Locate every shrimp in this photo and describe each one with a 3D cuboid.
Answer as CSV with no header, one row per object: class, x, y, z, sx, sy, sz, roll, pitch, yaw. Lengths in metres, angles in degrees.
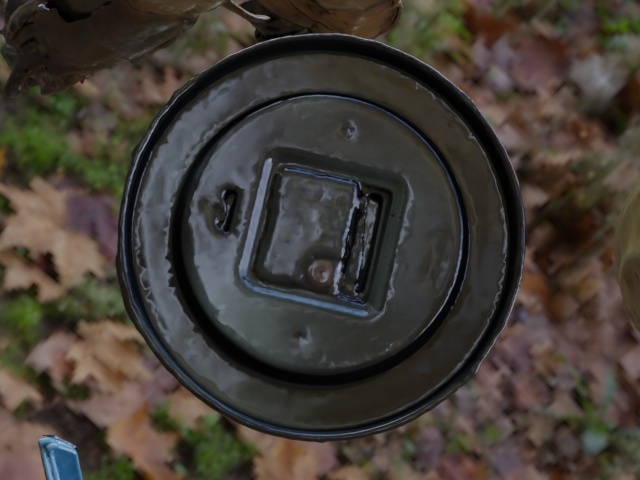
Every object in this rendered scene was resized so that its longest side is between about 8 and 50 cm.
shrimp,-0.063,-0.130,0.998,0.178,0.289,0.075,13,68,-35

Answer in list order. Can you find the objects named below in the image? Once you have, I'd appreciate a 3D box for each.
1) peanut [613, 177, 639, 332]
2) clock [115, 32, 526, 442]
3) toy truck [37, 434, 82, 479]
peanut,0.269,-0.008,0.960,0.174,0.340,0.158,-8,76,-27
clock,0.000,0.000,0.816,0.184,0.184,0.040,46,-7,3
toy truck,-0.112,0.114,0.672,0.073,0.090,0.056,27,28,-42
